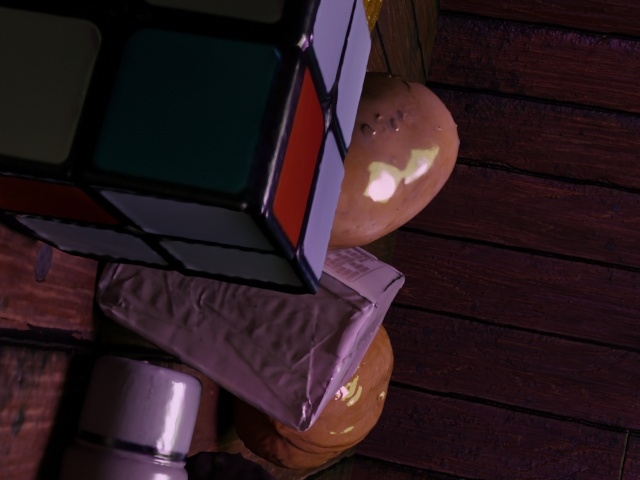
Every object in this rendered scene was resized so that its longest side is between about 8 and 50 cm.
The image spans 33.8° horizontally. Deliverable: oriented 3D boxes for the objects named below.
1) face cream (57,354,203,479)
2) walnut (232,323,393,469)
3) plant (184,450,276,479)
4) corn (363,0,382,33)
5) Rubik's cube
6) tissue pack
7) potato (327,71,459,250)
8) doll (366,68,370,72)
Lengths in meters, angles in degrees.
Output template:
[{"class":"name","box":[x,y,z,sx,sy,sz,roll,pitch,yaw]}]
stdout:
[{"class":"face cream","box":[-0.158,0.238,0.726,0.143,0.089,0.314,-6,-113,64]},{"class":"walnut","box":[-0.009,0.160,1.225,0.226,0.193,0.193,-57,155,-68]},{"class":"plant","box":[-0.066,0.326,0.942,0.321,0.194,0.182,79,-11,-50]},{"class":"corn","box":[0.047,-0.316,1.344,0.231,0.080,0.080,-68,165,-47]},{"class":"Rubik's cube","box":[-0.080,-0.080,0.565,0.180,0.183,0.167,68,32,-74]},{"class":"tissue pack","box":[-0.045,0.040,0.839,0.124,0.185,0.225,-62,172,7]},{"class":"potato","box":[0.017,-0.052,0.711,0.178,0.118,0.109,-32,105,-30]},{"class":"doll","box":[0.031,-0.131,1.278,0.234,0.143,0.135,57,38,-75]}]
